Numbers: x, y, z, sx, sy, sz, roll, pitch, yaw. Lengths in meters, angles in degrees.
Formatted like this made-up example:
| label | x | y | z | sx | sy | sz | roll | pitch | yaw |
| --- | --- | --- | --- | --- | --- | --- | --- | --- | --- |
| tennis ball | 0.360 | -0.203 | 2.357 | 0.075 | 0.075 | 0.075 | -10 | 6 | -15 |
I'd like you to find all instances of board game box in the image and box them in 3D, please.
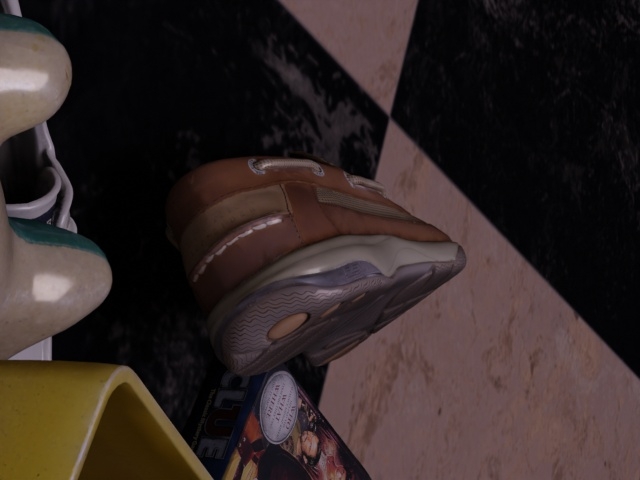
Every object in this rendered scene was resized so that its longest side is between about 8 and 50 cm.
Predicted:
| label | x | y | z | sx | sy | sz | roll | pitch | yaw |
| --- | --- | --- | --- | --- | --- | --- | --- | --- | --- |
| board game box | -0.052 | 0.210 | 1.023 | 0.165 | 0.042 | 0.243 | 56 | 47 | -47 |

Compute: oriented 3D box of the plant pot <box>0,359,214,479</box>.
| label | x | y | z | sx | sy | sz | roll | pitch | yaw |
| --- | --- | --- | --- | --- | --- | --- | --- | --- | --- |
| plant pot | -0.162 | 0.166 | 0.661 | 0.212 | 0.187 | 0.212 | 65 | 40 | -58 |

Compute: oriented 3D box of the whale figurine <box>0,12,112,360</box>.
| label | x | y | z | sx | sy | sz | roll | pitch | yaw |
| --- | --- | --- | --- | --- | --- | --- | --- | --- | --- |
| whale figurine | -0.191 | -0.032 | 0.642 | 0.272 | 0.216 | 0.141 | 41 | 20 | -56 |

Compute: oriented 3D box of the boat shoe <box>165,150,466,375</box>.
| label | x | y | z | sx | sy | sz | roll | pitch | yaw |
| --- | --- | --- | --- | --- | --- | --- | --- | --- | --- |
| boat shoe | 0.000 | 0.000 | 1.008 | 0.116 | 0.123 | 0.324 | 56 | 10 | 10 |

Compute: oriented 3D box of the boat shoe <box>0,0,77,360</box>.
| label | x | y | z | sx | sy | sz | roll | pitch | yaw |
| --- | --- | --- | --- | --- | --- | --- | --- | --- | --- |
| boat shoe | -0.154 | -0.014 | 0.772 | 0.096 | 0.088 | 0.267 | -32 | 120 | -55 |
